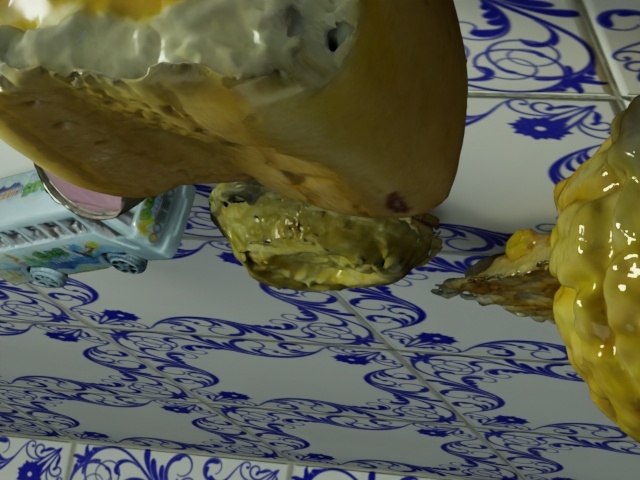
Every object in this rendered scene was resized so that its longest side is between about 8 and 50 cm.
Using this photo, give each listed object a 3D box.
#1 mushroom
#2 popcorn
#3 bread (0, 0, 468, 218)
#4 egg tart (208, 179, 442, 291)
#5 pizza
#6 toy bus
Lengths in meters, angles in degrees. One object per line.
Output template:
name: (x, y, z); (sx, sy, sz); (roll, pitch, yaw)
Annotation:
mushroom: (-0.217, -0.096, 1.895); (0.117, 0.141, 0.188); (-21, -171, -36)
popcorn: (0.370, 0.036, 1.578); (0.344, 0.354, 0.390); (14, 119, -17)
bread: (-0.073, -0.164, 1.370); (0.361, 0.250, 0.394); (5, 167, 23)
egg tart: (0.000, 0.000, 2.126); (0.278, 0.095, 0.279); (10, 164, 3)
pizza: (0.391, 0.047, 2.101); (0.391, 0.080, 0.435); (17, 163, -24)
toy bus: (-0.295, -0.026, 2.195); (0.136, 0.109, 0.329); (35, 151, -34)
